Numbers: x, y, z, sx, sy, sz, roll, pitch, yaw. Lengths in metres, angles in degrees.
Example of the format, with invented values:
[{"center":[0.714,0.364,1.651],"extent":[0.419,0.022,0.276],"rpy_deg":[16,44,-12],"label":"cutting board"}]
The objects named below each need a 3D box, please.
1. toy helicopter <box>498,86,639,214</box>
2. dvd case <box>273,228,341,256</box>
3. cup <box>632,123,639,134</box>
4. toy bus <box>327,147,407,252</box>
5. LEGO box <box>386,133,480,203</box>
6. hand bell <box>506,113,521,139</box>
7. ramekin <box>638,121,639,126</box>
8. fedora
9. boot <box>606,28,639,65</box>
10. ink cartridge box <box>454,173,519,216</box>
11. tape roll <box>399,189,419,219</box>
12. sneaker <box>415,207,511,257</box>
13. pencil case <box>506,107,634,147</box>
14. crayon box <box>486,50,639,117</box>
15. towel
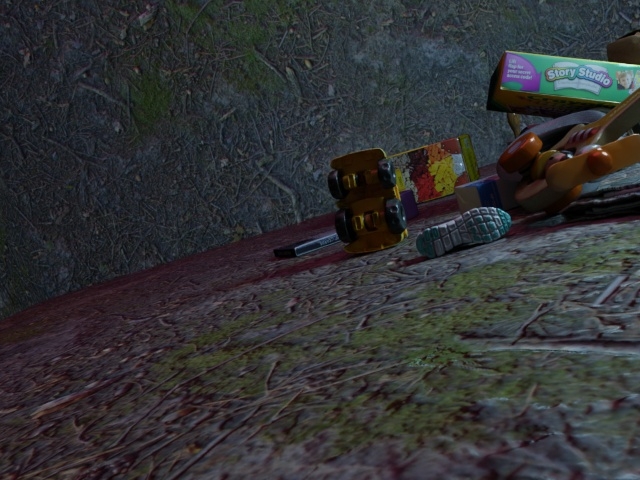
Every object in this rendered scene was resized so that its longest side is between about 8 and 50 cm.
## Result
[{"center":[0.475,-0.176,1.191],"extent":[0.355,0.140,0.235],"rpy_deg":[-42,6,19],"label":"toy helicopter"},{"center":[0.000,0.000,2.062],"extent":[0.239,0.029,0.179],"rpy_deg":[-18,5,-23],"label":"dvd case"},{"center":[0.932,-0.399,2.000],"extent":[0.237,0.331,0.331],"rpy_deg":[-40,0,11],"label":"cup"},{"center":[0.126,-0.091,1.617],"extent":[0.150,0.220,0.211],"rpy_deg":[-11,0,21],"label":"toy bus"},{"center":[0.396,-0.263,2.717],"extent":[0.373,0.193,0.500],"rpy_deg":[-15,5,19],"label":"LEGO box"},{"center":[0.677,-0.346,2.413],"extent":[0.126,0.241,0.126],"rpy_deg":[-17,4,1],"label":"hand bell"},{"center":[0.901,-0.332,1.775],"extent":[0.109,0.207,0.207],"rpy_deg":[-32,12,-33],"label":"ramekin"},{"center":[0.499,-0.155,1.469],"extent":[0.244,0.124,0.275],"rpy_deg":[-18,19,27],"label":"fedora"},{"center":[0.830,-0.474,1.761],"extent":[0.112,0.115,0.305],"rpy_deg":[-28,12,-16],"label":"boot"},{"center":[0.444,-0.122,1.625],"extent":[0.231,0.077,0.134],"rpy_deg":[-18,5,-10],"label":"ink cartridge box"},{"center":[0.195,-0.089,2.112],"extent":[0.189,0.080,0.189],"rpy_deg":[-17,5,2],"label":"tape roll"},{"center":[0.248,-0.018,1.236],"extent":[0.167,0.064,0.076],"rpy_deg":[-14,1,9],"label":"sneaker"},{"center":[0.645,-0.245,1.838],"extent":[0.184,0.159,0.410],"rpy_deg":[-12,4,-5],"label":"pencil case"},{"center":[0.624,-0.379,1.793],"extent":[0.363,0.106,0.313],"rpy_deg":[8,4,7],"label":"crayon box"},{"center":[0.591,-0.108,1.106],"extent":[0.324,0.056,0.312],"rpy_deg":[-21,6,-31],"label":"towel"}]
